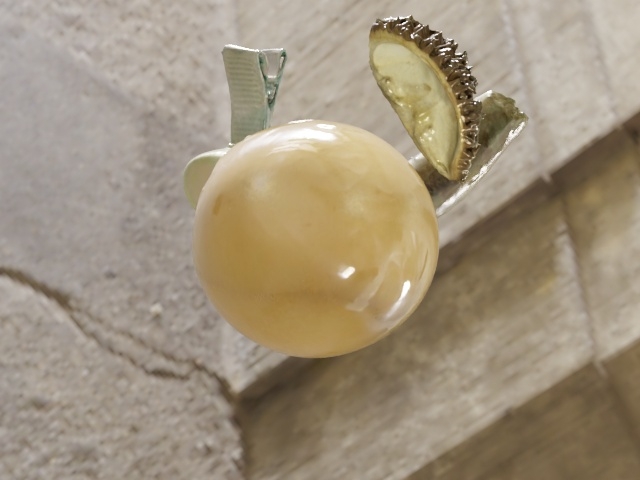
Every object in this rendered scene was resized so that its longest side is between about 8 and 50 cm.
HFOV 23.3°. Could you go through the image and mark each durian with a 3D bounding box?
[{"bbox_3d":[0.077,-0.103,1.072,0.130,0.066,0.052,60,13,4],"label":"durian"}]

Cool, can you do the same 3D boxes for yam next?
[{"bbox_3d":[0.079,-0.031,1.557,0.067,0.317,0.071,45,-6,21],"label":"yam"}]

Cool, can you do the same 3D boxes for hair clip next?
[{"bbox_3d":[-0.067,-0.082,1.539,0.071,0.159,0.218,-4,101,-43],"label":"hair clip"}]

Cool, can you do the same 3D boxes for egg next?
[{"bbox_3d":[0.000,0.000,1.292,0.201,0.201,0.244,42,-10,-18],"label":"egg"}]
